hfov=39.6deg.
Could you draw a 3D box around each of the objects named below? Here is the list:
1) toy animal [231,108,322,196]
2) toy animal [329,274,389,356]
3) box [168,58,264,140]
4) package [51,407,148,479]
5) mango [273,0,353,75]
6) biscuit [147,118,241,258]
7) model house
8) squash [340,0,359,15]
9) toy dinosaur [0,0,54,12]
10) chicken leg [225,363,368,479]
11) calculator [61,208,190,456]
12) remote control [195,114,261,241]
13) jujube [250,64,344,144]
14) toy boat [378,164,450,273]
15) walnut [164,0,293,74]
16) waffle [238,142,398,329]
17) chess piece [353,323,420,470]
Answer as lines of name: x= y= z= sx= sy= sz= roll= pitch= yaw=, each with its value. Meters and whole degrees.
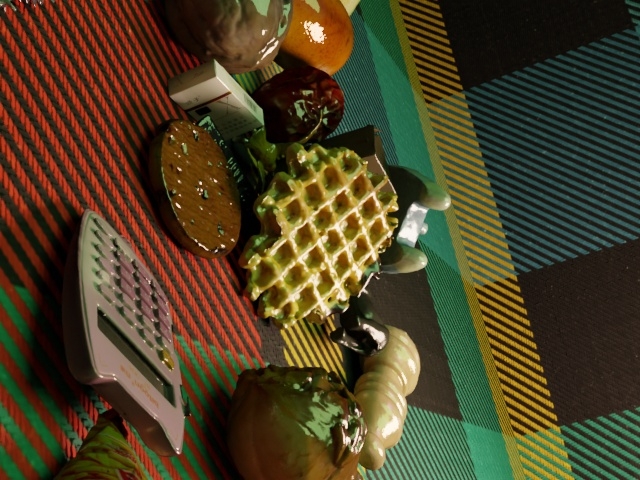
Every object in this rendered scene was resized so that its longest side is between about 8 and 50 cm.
toy animal: x=-0.098 y=-0.157 z=1.513 sx=0.095 sy=0.219 sz=0.155 roll=45 pitch=-11 yaw=-20
toy animal: x=0.045 y=0.111 z=1.633 sx=0.146 sy=0.114 sz=0.245 roll=24 pitch=47 yaw=-53
box: x=-0.160 y=-0.215 z=1.386 sx=0.154 sy=0.084 sz=0.040 roll=41 pitch=37 yaw=-57
package: x=-0.193 y=0.286 z=0.780 sx=0.223 sy=0.108 sz=0.288 roll=65 pitch=9 yaw=-2
mango: x=-0.069 y=-0.446 z=1.693 sx=0.350 sy=0.199 sz=0.201 roll=34 pitch=58 yaw=-49
biscuit: x=-0.176 y=-0.073 z=1.260 sx=0.212 sy=0.036 sz=0.212 roll=47 pitch=34 yaw=-48
model house: x=0.019 y=-0.089 z=1.572 sx=0.243 sy=0.211 sz=0.204 roll=6 pitch=65 yaw=-75
squash: x=0.014 y=-0.493 z=1.883 sx=0.189 sy=0.260 sz=0.189 roll=-19 pitch=90 yaw=-74
toy dinosaur: x=-0.340 y=-0.309 z=1.034 sx=0.209 sy=0.039 sz=0.082 roll=-85 pitch=152 yaw=-49
chicken leg: x=-0.003 y=0.305 z=1.250 sx=0.295 sy=0.182 sz=0.409 roll=-110 pitch=176 yaw=-60
calculator: x=-0.212 y=0.088 z=0.956 sx=0.194 sy=0.043 sz=0.294 roll=55 pitch=10 yaw=-36
remote control: x=-0.135 y=-0.081 z=1.393 sx=0.063 sy=0.025 sz=0.245 roll=-50 pitch=125 yaw=-34
jujube: x=-0.048 y=-0.243 z=1.643 sx=0.230 sy=0.155 sz=0.155 roll=-39 pitch=109 yaw=-61
toy boat: x=0.138 y=-0.038 z=1.749 sx=0.123 sy=0.330 sz=0.215 roll=21 pitch=86 yaw=-33
walnut: x=-0.145 y=-0.375 z=1.421 sx=0.224 sy=0.224 sz=0.224 roll=55 pitch=24 yaw=-40
waffle: x=0.002 y=0.001 z=1.430 sx=0.307 sy=0.060 sz=0.312 roll=26 pitch=85 yaw=-43
chess piece: x=0.108 y=0.295 z=1.641 sx=0.307 sy=0.124 sz=0.138 roll=-64 pitch=163 yaw=-60
